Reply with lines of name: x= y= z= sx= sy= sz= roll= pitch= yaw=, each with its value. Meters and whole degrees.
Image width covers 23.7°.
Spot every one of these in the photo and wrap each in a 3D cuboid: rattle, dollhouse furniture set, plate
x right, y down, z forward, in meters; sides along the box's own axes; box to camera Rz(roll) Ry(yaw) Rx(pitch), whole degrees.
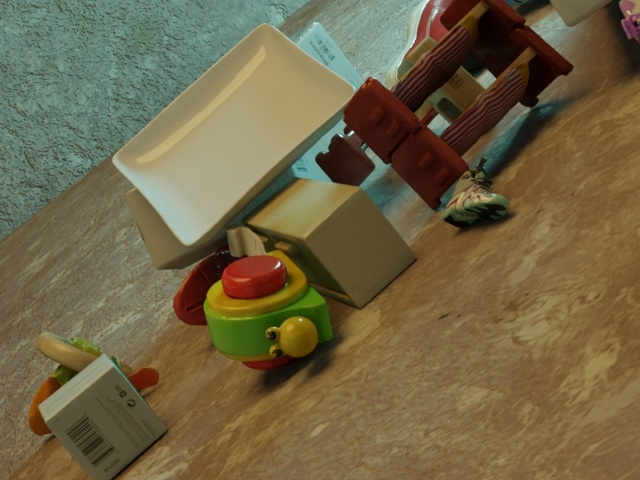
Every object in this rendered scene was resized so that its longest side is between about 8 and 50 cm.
rattle: x=-0.295 y=0.197 z=1.919 sx=0.200 sy=0.130 sz=0.143 roll=23 pitch=71 yaw=44
dollhouse furniture set: x=0.121 y=-0.131 z=1.813 sx=0.201 sy=0.152 sz=0.374 roll=-45 pitch=-1 yaw=-21
plate: x=-0.105 y=-0.130 z=1.906 sx=0.278 sy=0.045 sz=0.277 roll=-43 pitch=37 yaw=-3

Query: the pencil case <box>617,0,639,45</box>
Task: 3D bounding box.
pencil case: x=0.402 y=-0.268 z=1.571 sx=0.206 sy=0.086 sz=0.088 roll=-36 pitch=-19 yaw=18

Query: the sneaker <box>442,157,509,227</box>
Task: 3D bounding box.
sneaker: x=0.164 y=-0.055 z=1.565 sx=0.098 sy=0.038 sz=0.069 roll=-13 pitch=54 yaw=58

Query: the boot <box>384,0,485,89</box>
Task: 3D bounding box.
boot: x=0.203 y=-0.302 z=2.176 sx=0.176 sy=0.088 sz=0.244 roll=-26 pitch=27 yaw=39

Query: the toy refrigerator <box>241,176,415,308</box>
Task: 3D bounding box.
toy refrigerator: x=0.000 y=0.000 z=1.719 sx=0.094 sy=0.102 sz=0.269 roll=-42 pitch=15 yaw=-9

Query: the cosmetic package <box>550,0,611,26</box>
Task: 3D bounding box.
cosmetic package: x=0.312 y=-0.408 z=1.780 sx=0.161 sy=0.230 sz=0.453 roll=-33 pitch=5 yaw=19

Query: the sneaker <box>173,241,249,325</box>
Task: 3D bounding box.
sneaker: x=-0.116 y=0.051 z=1.928 sx=0.221 sy=0.087 sz=0.128 roll=-34 pitch=1 yaw=-35

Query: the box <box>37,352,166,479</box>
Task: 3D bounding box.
box: x=-0.245 y=0.200 z=1.713 sx=0.102 sy=0.101 sz=0.087 roll=-40 pitch=14 yaw=-10

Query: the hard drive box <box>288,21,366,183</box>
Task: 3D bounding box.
hard drive box: x=-0.034 y=-0.164 z=2.138 sx=0.089 sy=0.181 sz=0.232 roll=-23 pitch=21 yaw=48

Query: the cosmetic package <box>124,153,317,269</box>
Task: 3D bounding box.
cosmetic package: x=-0.127 y=-0.059 z=1.999 sx=0.231 sy=0.117 sz=0.085 roll=-26 pitch=-9 yaw=18

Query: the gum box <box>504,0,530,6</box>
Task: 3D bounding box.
gum box: x=0.317 y=-0.417 z=2.195 sx=0.157 sy=0.041 sz=0.184 roll=-11 pitch=42 yaw=44

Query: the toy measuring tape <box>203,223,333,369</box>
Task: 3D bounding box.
toy measuring tape: x=-0.085 y=0.057 z=1.653 sx=0.121 sy=0.121 sz=0.330 roll=-40 pitch=27 yaw=-4
